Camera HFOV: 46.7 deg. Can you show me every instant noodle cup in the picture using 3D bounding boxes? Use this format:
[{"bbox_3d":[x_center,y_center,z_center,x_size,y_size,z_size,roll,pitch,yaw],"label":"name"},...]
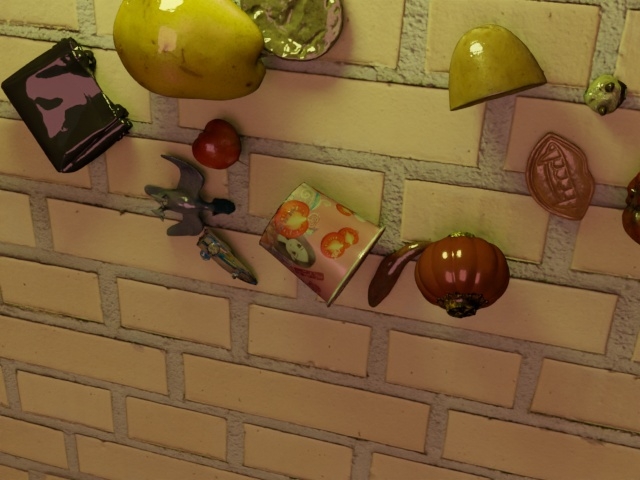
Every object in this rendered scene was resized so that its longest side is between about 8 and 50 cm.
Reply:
[{"bbox_3d":[0.000,0.000,1.797,0.231,0.243,0.243,36,121,6],"label":"instant noodle cup"}]

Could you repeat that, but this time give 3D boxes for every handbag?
[{"bbox_3d":[-0.633,-0.339,1.877,0.257,0.113,0.285,-28,98,21],"label":"handbag"}]

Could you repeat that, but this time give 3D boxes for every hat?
[{"bbox_3d":[0.597,-0.301,1.554,0.076,0.059,0.077,33,125,4],"label":"hat"}]

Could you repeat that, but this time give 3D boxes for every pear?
[{"bbox_3d":[-0.286,-0.443,1.647,0.336,0.285,0.285,18,125,-28],"label":"pear"}]

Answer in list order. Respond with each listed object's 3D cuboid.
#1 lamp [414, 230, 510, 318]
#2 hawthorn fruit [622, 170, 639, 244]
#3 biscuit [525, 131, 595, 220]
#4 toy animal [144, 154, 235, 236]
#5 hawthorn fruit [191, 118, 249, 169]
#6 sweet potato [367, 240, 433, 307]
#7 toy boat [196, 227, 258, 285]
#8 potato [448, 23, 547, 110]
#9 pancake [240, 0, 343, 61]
[{"bbox_3d":[0.332,0.080,1.745,0.223,0.197,0.223,4,154,2],"label":"lamp"},{"bbox_3d":[0.772,-0.068,1.534,0.260,0.224,0.224,3,117,1],"label":"hawthorn fruit"},{"bbox_3d":[0.537,-0.139,1.669,0.142,0.029,0.221,-15,111,23],"label":"biscuit"},{"bbox_3d":[-0.354,-0.099,1.935,0.255,0.176,0.239,32,124,40],"label":"toy animal"},{"bbox_3d":[-0.251,-0.226,1.811,0.125,0.125,0.140,-10,121,21],"label":"hawthorn fruit"},{"bbox_3d":[0.182,0.079,1.873,0.078,0.058,0.255,28,119,-17],"label":"sweet potato"},{"bbox_3d":[-0.247,0.054,1.989,0.210,0.066,0.084,42,154,-16],"label":"toy boat"},{"bbox_3d":[0.353,-0.369,1.544,0.203,0.178,0.158,-6,100,46],"label":"potato"},{"bbox_3d":[-0.058,-0.520,1.649,0.241,0.050,0.242,3,110,10],"label":"pancake"}]
